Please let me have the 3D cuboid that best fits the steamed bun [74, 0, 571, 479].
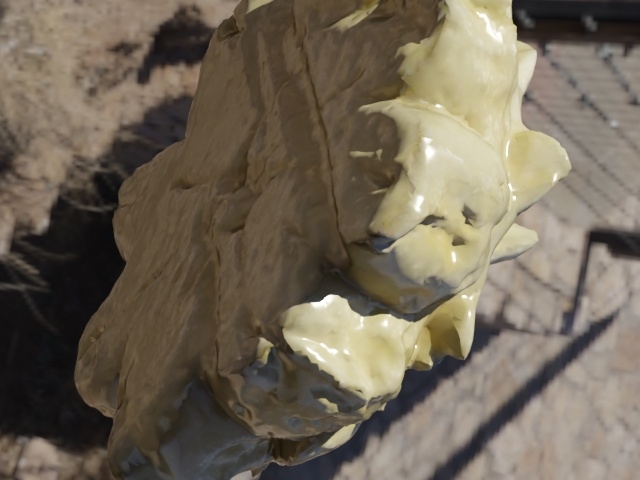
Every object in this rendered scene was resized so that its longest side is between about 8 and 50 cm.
[{"bbox_3d":[0.000,0.000,0.727,0.137,0.292,0.295,28,67,-29],"label":"steamed bun"}]
